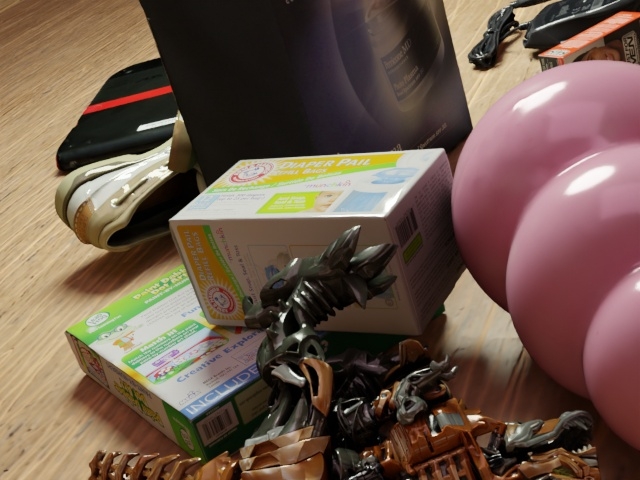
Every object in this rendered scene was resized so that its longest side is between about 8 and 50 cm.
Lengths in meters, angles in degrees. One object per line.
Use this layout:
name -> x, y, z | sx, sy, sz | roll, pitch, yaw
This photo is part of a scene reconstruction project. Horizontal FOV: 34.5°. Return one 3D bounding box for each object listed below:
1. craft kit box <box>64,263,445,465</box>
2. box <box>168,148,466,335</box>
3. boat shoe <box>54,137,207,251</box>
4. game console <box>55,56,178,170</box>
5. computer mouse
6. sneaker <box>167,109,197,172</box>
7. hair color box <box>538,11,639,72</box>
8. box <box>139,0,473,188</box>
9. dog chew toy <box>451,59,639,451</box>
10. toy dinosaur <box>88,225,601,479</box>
craft kit box -> -0.064, 0.071, 0.904 | 0.250, 0.060, 0.247 | -30, 30, -25
box -> 0.000, 0.000, 0.821 | 0.203, 0.103, 0.114 | -1, 30, 33
boat shoe -> -0.148, -0.065, 1.199 | 0.302, 0.113, 0.103 | -27, 47, -25
game console -> -0.197, -0.226, 1.624 | 0.387, 0.060, 0.342 | -12, 30, 14
computer mouse -> 0.341, -0.305, 1.417 | 0.262, 0.060, 0.184 | -17, 26, 30
sneaker -> -0.115, -0.145, 1.159 | 0.086, 0.064, 0.192 | 12, 45, -6
hair color box -> 0.325, -0.210, 1.206 | 0.141, 0.072, 0.043 | -30, 27, -23
box -> 0.000, -0.188, 1.112 | 0.183, 0.294, 0.296 | 2, 32, 37
dog chew toy -> 0.208, 0.015, 0.683 | 0.207, 0.206, 0.331 | -17, 33, 3
toy dinosaur -> 0.005, 0.124, 0.651 | 0.322, 0.164, 0.218 | 7, 45, 3
